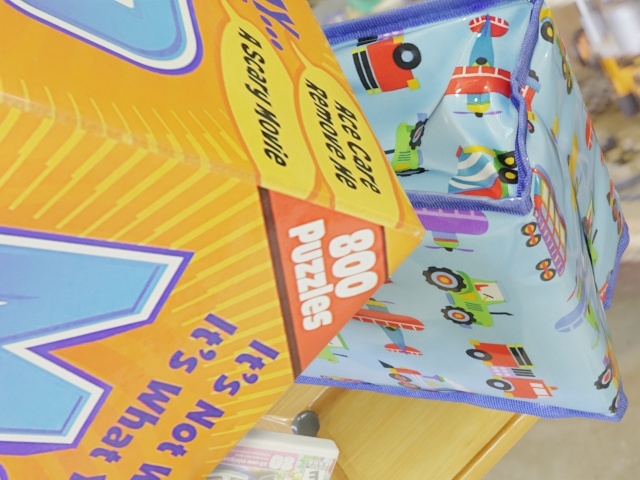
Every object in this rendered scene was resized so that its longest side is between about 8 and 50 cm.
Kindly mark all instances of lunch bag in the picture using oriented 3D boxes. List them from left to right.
[{"bbox_3d":[0.000,0.000,0.790,0.293,0.221,0.138,-5,56,21],"label":"lunch bag"}]

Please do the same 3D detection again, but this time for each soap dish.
[{"bbox_3d":[0.072,0.127,1.276,0.291,0.229,0.118,-42,29,-18],"label":"soap dish"}]

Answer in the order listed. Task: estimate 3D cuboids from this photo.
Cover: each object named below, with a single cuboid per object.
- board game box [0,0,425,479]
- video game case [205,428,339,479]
[{"bbox_3d":[-0.252,-0.047,0.558,0.356,0.356,0.356,-49,45,28],"label":"board game box"},{"bbox_3d":[-0.051,0.133,0.627,0.087,0.122,0.011,11,22,-22],"label":"video game case"}]
